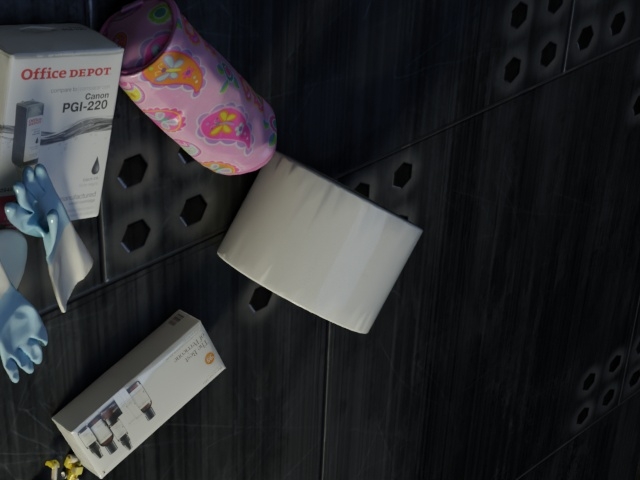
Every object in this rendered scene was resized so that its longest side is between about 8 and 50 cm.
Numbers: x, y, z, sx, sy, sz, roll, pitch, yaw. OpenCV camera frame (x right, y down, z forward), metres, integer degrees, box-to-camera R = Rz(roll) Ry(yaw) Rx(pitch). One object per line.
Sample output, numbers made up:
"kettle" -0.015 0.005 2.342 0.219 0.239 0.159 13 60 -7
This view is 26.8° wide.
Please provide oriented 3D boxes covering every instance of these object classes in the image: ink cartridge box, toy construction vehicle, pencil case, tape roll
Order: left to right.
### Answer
"ink cartridge box" -0.324 -0.131 1.535 0.158 0.092 0.218 -12 122 -45
"toy construction vehicle" -0.361 0.346 1.867 0.086 0.035 0.098 6 110 -51
"pencil case" -0.159 -0.188 1.674 0.124 0.124 0.284 -55 144 -5
"tape roll" 0.000 0.000 1.879 0.246 0.246 0.169 24 96 -54

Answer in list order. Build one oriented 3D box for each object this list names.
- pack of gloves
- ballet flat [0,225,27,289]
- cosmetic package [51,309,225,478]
"pack of gloves" -0.312 0.042 1.491 0.232 0.046 0.195 75 32 -56
"ballet flat" -0.464 0.147 1.463 0.400 0.139 0.139 -37 140 -9
"cosmetic package" -0.249 0.213 1.871 0.239 0.060 0.099 -42 129 -23
